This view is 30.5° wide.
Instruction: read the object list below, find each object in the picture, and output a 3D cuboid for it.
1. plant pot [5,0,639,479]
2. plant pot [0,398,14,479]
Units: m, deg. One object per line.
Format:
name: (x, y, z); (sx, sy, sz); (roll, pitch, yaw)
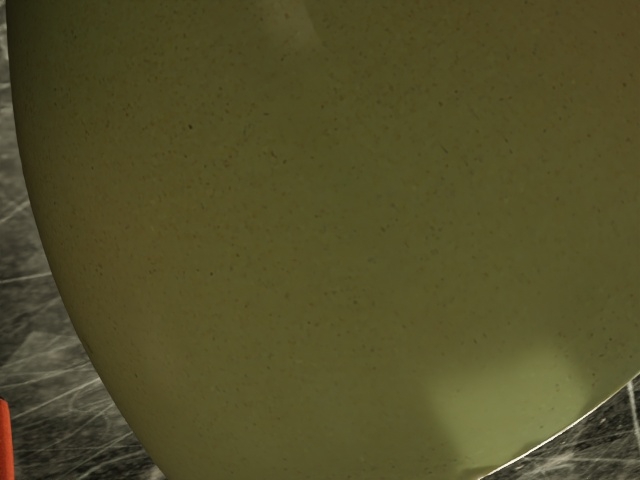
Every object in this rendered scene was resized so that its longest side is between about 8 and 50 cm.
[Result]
plant pot: (-0.003, -0.066, 0.434); (0.284, 0.284, 0.191); (-32, 112, 15)
plant pot: (-0.325, 0.286, 0.762); (0.267, 0.235, 0.267); (-7, 146, -26)
